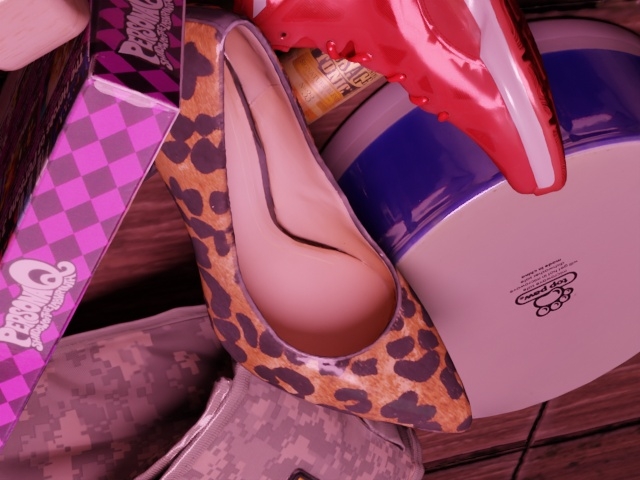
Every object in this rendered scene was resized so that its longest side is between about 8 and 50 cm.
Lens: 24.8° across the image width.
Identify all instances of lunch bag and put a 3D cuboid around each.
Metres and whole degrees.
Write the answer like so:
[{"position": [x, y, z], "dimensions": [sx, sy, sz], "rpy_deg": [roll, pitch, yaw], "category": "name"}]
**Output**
[{"position": [-0.097, 0.159, 0.916], "dimensions": [0.287, 0.169, 0.235], "rpy_deg": [-26, 145, 19], "category": "lunch bag"}]

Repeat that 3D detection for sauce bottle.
[{"position": [0.024, -0.107, 0.785], "dimensions": [0.128, 0.042, 0.042], "rpy_deg": [-35, 142, 12], "category": "sauce bottle"}]

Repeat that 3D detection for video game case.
[{"position": [-0.119, -0.043, 0.645], "dimensions": [0.042, 0.210, 0.232], "rpy_deg": [19, 128, -19], "category": "video game case"}]

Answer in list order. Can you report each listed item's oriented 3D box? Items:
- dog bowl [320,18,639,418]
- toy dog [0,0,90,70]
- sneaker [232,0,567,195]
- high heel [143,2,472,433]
[{"position": [0.124, -0.005, 0.913], "dimensions": [0.265, 0.104, 0.265], "rpy_deg": [-15, 143, -12], "category": "dog bowl"}, {"position": [-0.121, -0.229, 0.472], "dimensions": [0.220, 0.161, 0.333], "rpy_deg": [-14, 120, -7], "category": "toy dog"}, {"position": [0.034, -0.103, 0.736], "dimensions": [0.128, 0.087, 0.221], "rpy_deg": [-22, 111, 15], "category": "sneaker"}, {"position": [0.000, 0.000, 0.715], "dimensions": [0.093, 0.261, 0.186], "rpy_deg": [-51, -176, -26], "category": "high heel"}]
